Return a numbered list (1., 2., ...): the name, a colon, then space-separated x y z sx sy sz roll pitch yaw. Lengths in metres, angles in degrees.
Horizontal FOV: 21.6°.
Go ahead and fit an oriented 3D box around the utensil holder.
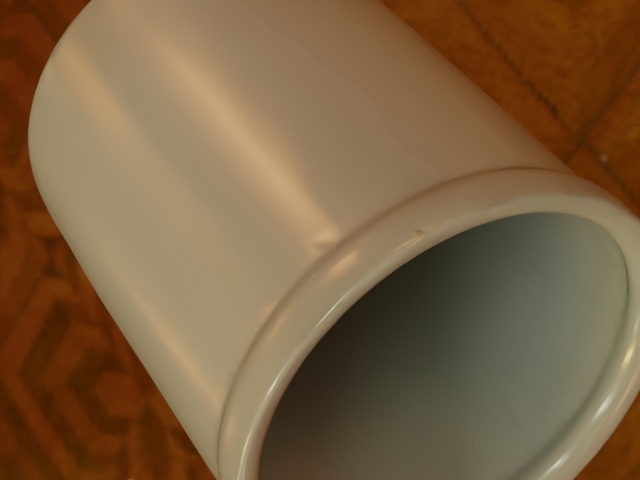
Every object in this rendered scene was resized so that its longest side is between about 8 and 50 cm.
1. utensil holder: 0.000 0.000 1.204 0.385 0.327 0.328 49 132 42
